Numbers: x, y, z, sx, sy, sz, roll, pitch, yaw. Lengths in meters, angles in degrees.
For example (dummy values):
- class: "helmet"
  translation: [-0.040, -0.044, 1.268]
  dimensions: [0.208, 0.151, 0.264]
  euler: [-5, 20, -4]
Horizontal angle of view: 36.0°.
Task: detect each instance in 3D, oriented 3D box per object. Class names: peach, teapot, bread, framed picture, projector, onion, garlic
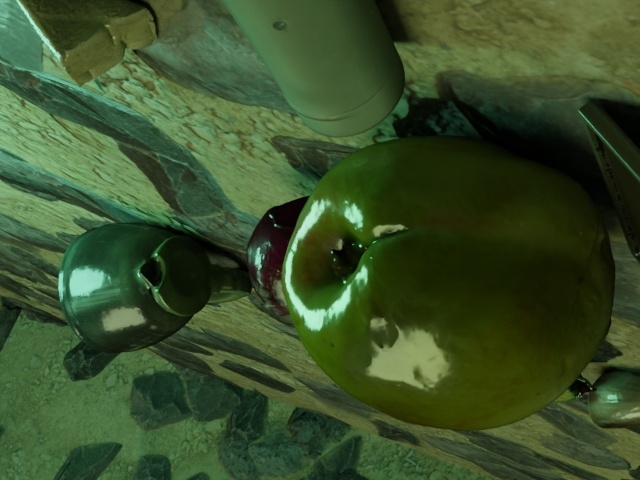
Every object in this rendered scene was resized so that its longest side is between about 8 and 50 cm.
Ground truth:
- class: "peach"
  translation: [0.131, 0.048, 1.003]
  dimensions: [0.314, 0.281, 0.316]
  euler: [-4, 157, 46]
- class: "teapot"
  translation: [-0.288, 0.100, 1.801]
  dimensions: [0.239, 0.239, 0.321]
  euler: [-10, 141, 38]
- class: "bread"
  translation: [-0.257, -0.249, 1.034]
  dimensions: [0.152, 0.105, 0.077]
  euler: [52, 169, 14]
- class: "framed picture"
  translation: [0.324, 0.021, 0.888]
  dimensions: [0.289, 0.020, 0.211]
  euler: [48, -169, -53]
- class: "projector"
  translation: [-0.028, -0.203, 0.733]
  dimensions: [0.108, 0.108, 0.337]
  euler: [15, 161, 26]
- class: "onion"
  translation: [0.000, 0.000, 1.290]
  dimensions: [0.195, 0.218, 0.139]
  euler: [-7, 120, -1]
- class: "garlic"
  translation: [0.471, 0.247, 1.521]
  dimensions: [0.101, 0.087, 0.195]
  euler: [11, 161, -7]

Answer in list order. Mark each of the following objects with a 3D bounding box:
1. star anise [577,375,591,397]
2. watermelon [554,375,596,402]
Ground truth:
- class: "star anise"
  translation: [0.348, 0.211, 1.565]
  dimensions: [0.168, 0.057, 0.168]
  euler: [26, 163, 9]
- class: "watermelon"
  translation: [0.271, 0.146, 1.377]
  dimensions: [0.204, 0.127, 0.232]
  euler: [22, 165, 5]
